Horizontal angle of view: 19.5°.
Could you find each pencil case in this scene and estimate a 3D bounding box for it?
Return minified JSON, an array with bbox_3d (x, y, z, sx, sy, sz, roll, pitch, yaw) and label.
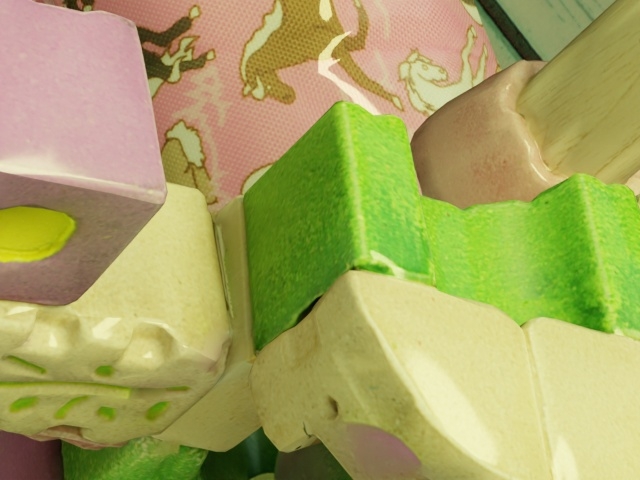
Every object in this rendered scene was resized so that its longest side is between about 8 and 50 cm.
[{"bbox_3d":[0.000,0.000,0.723,0.167,0.160,0.386,-6,76,-55],"label":"pencil case"}]

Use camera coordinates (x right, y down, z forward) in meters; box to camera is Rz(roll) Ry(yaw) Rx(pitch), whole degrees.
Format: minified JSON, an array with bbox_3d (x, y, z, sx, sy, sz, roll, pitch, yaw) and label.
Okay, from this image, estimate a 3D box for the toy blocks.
[{"bbox_3d":[-0.030,0.072,0.458,0.289,0.260,0.309,14,51,-31],"label":"toy blocks"}]
